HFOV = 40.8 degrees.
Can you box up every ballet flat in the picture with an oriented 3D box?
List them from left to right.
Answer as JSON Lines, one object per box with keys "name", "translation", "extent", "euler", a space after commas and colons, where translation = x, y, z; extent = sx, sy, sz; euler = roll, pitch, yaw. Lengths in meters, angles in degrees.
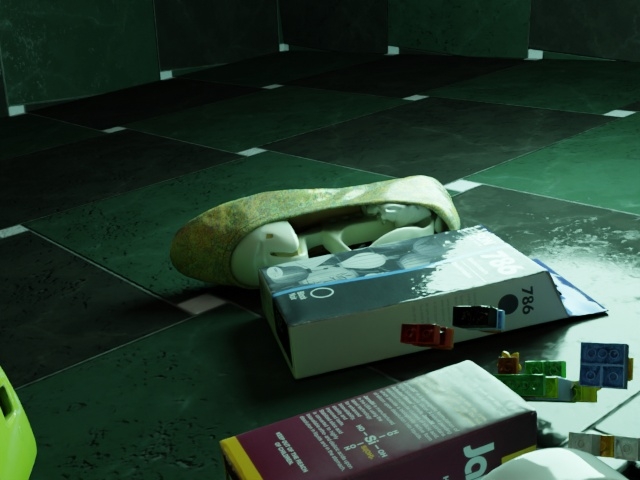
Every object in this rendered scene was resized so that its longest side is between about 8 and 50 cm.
{"name": "ballet flat", "translation": [0.000, 0.000, 1.009], "extent": [0.348, 0.123, 0.123], "euler": [-10, 20, -10]}

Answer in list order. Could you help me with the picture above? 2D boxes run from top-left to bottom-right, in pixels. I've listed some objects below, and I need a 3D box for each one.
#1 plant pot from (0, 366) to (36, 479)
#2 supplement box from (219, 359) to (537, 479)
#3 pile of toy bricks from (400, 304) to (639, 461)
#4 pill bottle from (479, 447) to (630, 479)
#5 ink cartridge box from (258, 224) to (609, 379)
{"name": "plant pot", "translation": [-0.356, 0.137, 0.600], "extent": [0.228, 0.207, 0.227], "euler": [-8, 21, 0]}
{"name": "supplement box", "translation": [0.041, 0.162, 0.554], "extent": [0.188, 0.104, 0.081], "euler": [-14, 22, -20]}
{"name": "pile of toy bricks", "translation": [0.164, 0.116, 0.670], "extent": [0.212, 0.118, 0.105], "euler": [-3, -14, 36]}
{"name": "pill bottle", "translation": [0.163, 0.203, 0.312], "extent": [0.169, 0.169, 0.301], "euler": [-14, 21, -19]}
{"name": "ink cartridge box", "translation": [0.112, 0.050, 0.898], "extent": [0.332, 0.065, 0.165], "euler": [-10, 20, -12]}
